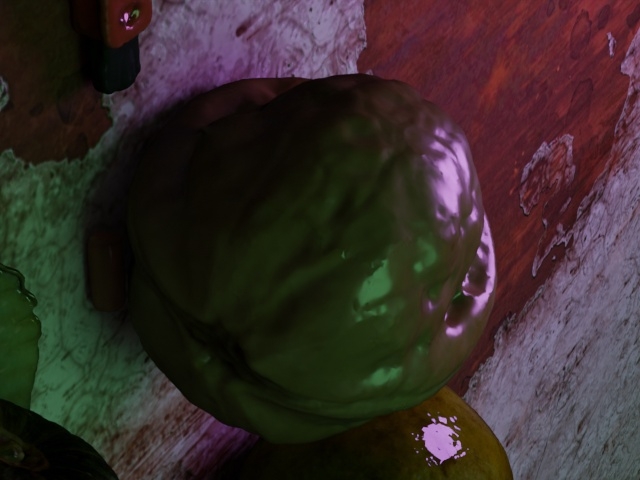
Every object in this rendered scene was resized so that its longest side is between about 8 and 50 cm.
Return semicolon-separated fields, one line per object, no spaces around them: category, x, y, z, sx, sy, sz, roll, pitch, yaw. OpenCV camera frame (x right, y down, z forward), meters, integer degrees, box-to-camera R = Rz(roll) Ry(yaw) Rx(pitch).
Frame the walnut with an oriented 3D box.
walnut;-0.010;0.011;1.558;0.383;0.383;0.384;-38;139;-44

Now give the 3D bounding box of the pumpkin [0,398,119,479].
pumpkin;-0.274;0.230;1.246;0.189;0.260;0.260;-58;153;9

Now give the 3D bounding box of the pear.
pear;0.061;0.323;1.860;0.413;0.352;0.352;18;92;-64

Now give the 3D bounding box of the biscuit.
biscuit;-0.308;0.112;1.381;0.187;0.036;0.274;-39;139;-42

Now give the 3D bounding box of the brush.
brush;-0.178;-0.267;1.349;0.070;0.051;0.323;-38;138;-40

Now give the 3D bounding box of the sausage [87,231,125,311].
sausage;-0.201;0.030;1.519;0.034;0.034;0.083;-37;139;-45
